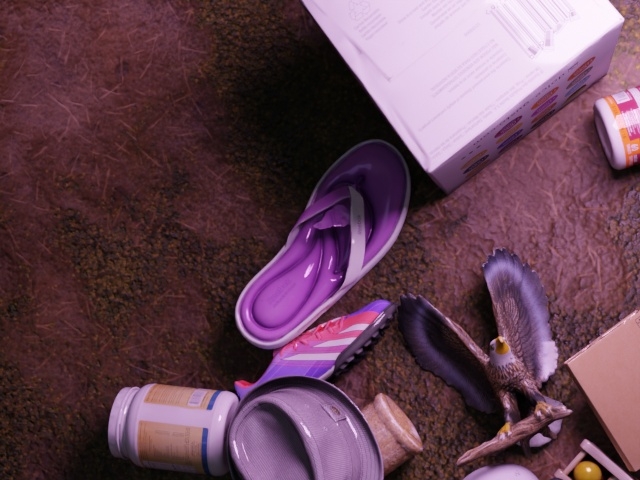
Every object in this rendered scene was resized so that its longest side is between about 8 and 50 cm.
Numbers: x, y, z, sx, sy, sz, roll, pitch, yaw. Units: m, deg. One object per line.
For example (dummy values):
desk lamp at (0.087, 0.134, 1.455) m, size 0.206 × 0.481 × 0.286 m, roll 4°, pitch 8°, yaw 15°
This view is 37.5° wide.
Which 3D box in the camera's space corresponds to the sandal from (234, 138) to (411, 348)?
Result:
sandal at (0.013, 0.008, 1.578) m, size 0.169 × 0.102 × 0.416 m, roll 34°, pitch 84°, yaw 11°

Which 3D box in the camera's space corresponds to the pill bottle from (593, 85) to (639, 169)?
pill bottle at (0.560, -0.201, 1.500) m, size 0.221 × 0.121 × 0.121 m, roll -18°, pitch 85°, yaw 10°

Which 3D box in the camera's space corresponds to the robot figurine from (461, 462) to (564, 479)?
robot figurine at (0.313, 0.485, 1.469) m, size 0.209 × 0.173 × 0.278 m, roll -23°, pitch 60°, yaw -10°

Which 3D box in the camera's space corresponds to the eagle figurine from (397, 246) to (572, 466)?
eagle figurine at (0.285, 0.188, 1.524) m, size 0.227 × 0.225 × 0.298 m, roll 0°, pitch 46°, yaw -26°

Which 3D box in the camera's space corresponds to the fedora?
fedora at (-0.044, 0.340, 1.471) m, size 0.244 × 0.124 × 0.275 m, roll -36°, pitch 71°, yaw 9°

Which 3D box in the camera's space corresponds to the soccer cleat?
soccer cleat at (-0.010, 0.193, 1.598) m, size 0.318 × 0.109 × 0.116 m, roll -43°, pitch 76°, yaw 9°

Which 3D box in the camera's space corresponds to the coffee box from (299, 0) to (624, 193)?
coffee box at (0.217, -0.315, 1.459) m, size 0.338 × 0.334 × 0.338 m, roll -38°, pitch 80°, yaw 8°

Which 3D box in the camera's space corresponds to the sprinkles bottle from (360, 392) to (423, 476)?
sprinkles bottle at (0.000, 0.405, 1.577) m, size 0.355 × 0.121 × 0.121 m, roll -39°, pitch 82°, yaw 7°

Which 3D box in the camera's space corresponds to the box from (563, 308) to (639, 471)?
box at (0.500, 0.236, 1.494) m, size 0.164 × 0.021 × 0.201 m, roll -32°, pitch 89°, yaw -16°

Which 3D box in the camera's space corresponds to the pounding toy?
pounding toy at (0.471, 0.453, 1.472) m, size 0.269 × 0.154 × 0.155 m, roll 41°, pitch 95°, yaw 10°

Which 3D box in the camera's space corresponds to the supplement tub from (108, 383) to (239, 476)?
supplement tub at (-0.247, 0.321, 1.614) m, size 0.200 × 0.144 × 0.144 m, roll 4°, pitch 88°, yaw 11°
